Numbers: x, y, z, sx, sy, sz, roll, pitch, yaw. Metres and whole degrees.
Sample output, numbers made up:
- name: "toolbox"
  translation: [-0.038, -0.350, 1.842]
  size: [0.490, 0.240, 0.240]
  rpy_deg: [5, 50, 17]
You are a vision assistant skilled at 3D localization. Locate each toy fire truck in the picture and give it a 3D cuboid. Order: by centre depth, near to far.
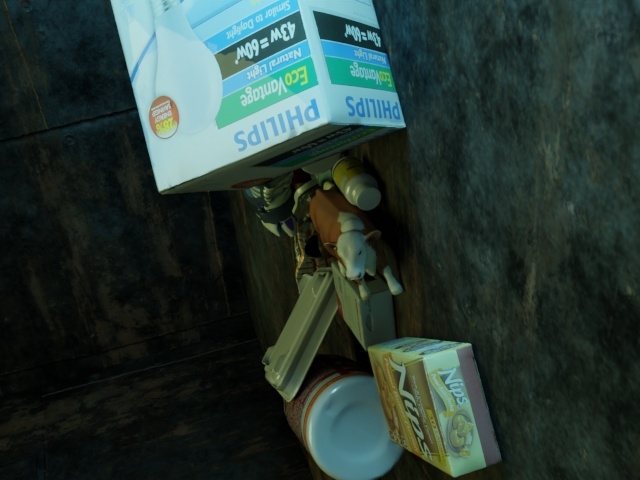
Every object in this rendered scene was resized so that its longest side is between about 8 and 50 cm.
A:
- name: "toy fire truck"
  translation: [-0.068, -0.237, 1.847]
  size: [0.135, 0.047, 0.192]
  rpy_deg: [-147, 46, -77]

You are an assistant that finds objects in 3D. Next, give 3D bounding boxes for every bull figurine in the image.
- name: "bull figurine"
  translation: [0.061, 0.008, 1.348]
  size: [0.188, 0.101, 0.310]
  rpy_deg: [64, 180, -30]

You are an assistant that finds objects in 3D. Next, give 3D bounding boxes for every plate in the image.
- name: "plate"
  translation: [-0.012, -0.194, 1.700]
  size: [0.188, 0.024, 0.188]
  rpy_deg: [166, 90, -77]

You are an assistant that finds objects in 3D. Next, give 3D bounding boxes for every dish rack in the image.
- name: "dish rack"
  translation: [-0.044, 0.201, 1.718]
  size: [0.333, 0.072, 0.285]
  rpy_deg: [-64, 10, -7]

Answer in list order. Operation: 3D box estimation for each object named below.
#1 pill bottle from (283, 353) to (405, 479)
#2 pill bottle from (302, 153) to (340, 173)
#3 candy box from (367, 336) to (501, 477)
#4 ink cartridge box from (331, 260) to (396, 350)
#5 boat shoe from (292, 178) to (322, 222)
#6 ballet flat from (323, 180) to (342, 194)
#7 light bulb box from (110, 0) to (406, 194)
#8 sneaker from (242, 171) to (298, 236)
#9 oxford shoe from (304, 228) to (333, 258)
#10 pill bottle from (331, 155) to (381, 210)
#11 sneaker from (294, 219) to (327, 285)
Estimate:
- name: "pill bottle"
  translation: [0.040, 0.384, 1.665]
  size: [0.392, 0.224, 0.224]
  rpy_deg: [-175, 71, -77]
- name: "pill bottle"
  translation: [-0.036, -0.230, 1.533]
  size: [0.216, 0.121, 0.121]
  rpy_deg: [-120, 20, -51]
- name: "candy box"
  translation: [0.178, 0.263, 1.219]
  size: [0.316, 0.087, 0.183]
  rpy_deg: [154, 101, -78]
- name: "ink cartridge box"
  translation: [0.089, 0.126, 1.497]
  size: [0.175, 0.072, 0.128]
  rpy_deg: [-128, 27, -62]
- name: "boat shoe"
  translation: [-0.018, -0.074, 1.719]
  size: [0.069, 0.081, 0.228]
  rpy_deg: [54, 174, 11]
- name: "ballet flat"
  translation: [0.036, -0.051, 1.583]
  size: [0.057, 0.049, 0.173]
  rpy_deg: [110, 144, -68]
- name: "light bulb box"
  translation: [-0.105, -0.293, 1.141]
  size: [0.357, 0.225, 0.361]
  rpy_deg: [-17, 86, 35]
- name: "sneaker"
  translation: [-0.100, -0.118, 1.791]
  size: [0.236, 0.130, 0.322]
  rpy_deg: [57, 163, -13]
- name: "oxford shoe"
  translation: [0.000, 0.000, 1.705]
  size: [0.227, 0.096, 0.083]
  rpy_deg: [-174, 69, -79]
- name: "pill bottle"
  translation: [0.068, -0.103, 1.344]
  size: [0.116, 0.065, 0.065]
  rpy_deg: [-121, 20, -52]
- name: "sneaker"
  translation: [-0.031, 0.033, 1.935]
  size: [0.083, 0.084, 0.215]
  rpy_deg: [-122, 31, -61]
